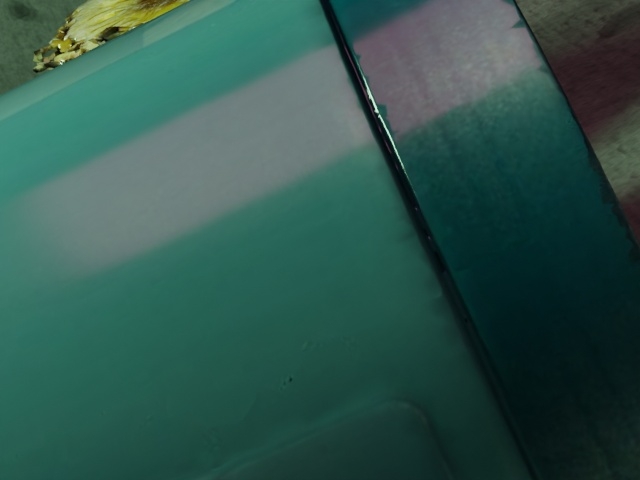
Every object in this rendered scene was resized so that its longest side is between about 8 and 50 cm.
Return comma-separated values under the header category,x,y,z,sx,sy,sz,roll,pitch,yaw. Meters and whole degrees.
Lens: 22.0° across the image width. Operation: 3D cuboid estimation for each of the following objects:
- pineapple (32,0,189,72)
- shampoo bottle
category,x,y,z,sx,sy,sz,roll,pitch,yaw
pineapple,-0.044,-0.114,1.395,0.352,0.300,0.352,-22,14,6
shampoo bottle,-0.038,0.085,0.648,0.343,0.331,0.331,-25,15,5
